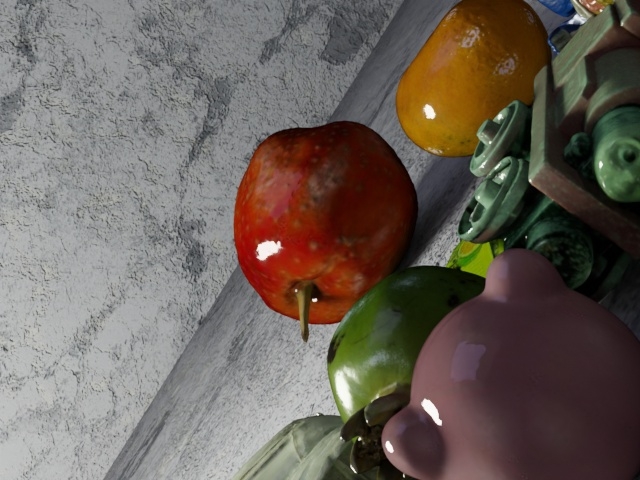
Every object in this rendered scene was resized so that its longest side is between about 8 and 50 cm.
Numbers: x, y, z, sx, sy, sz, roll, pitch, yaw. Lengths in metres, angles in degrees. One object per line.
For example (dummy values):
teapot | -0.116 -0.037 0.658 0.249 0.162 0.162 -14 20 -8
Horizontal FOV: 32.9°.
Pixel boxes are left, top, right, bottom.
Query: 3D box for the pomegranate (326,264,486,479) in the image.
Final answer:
pomegranate | 0.085 0.122 0.888 0.187 0.187 0.225 -48 -2 32

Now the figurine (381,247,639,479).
figurine | 0.142 0.112 0.738 0.173 0.173 0.173 -52 11 14

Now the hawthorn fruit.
hawthorn fruit | 0.000 0.000 1.554 0.287 0.287 0.330 -42 30 50

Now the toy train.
toy train | 0.240 -0.081 0.950 0.221 0.150 0.304 -52 9 29

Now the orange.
orange | 0.211 -0.219 1.469 0.240 0.171 0.240 -53 3 4

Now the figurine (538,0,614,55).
figurine | 0.360 -0.310 1.232 0.120 0.164 0.262 -13 0 -33

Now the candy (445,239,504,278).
candy | 0.185 0.010 1.151 0.149 0.069 0.246 -49 11 41

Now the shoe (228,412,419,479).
shoe | -0.052 0.307 1.051 0.342 0.132 0.210 -52 18 -12
